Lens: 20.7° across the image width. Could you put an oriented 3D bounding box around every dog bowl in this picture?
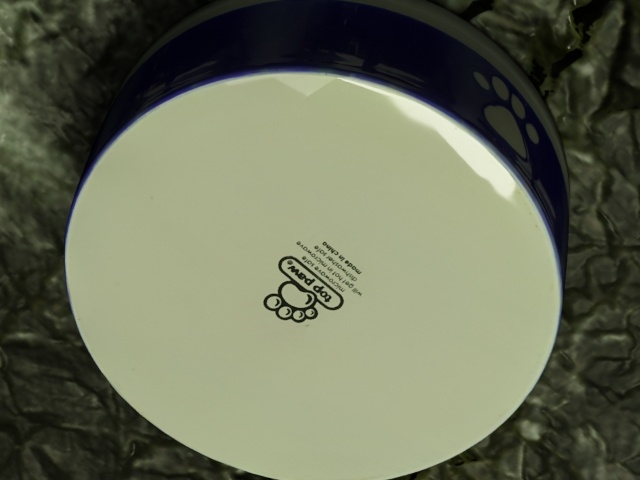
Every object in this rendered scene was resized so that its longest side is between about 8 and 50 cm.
[{"bbox_3d":[0.000,0.000,0.940,0.265,0.104,0.265,4,123,6],"label":"dog bowl"}]
